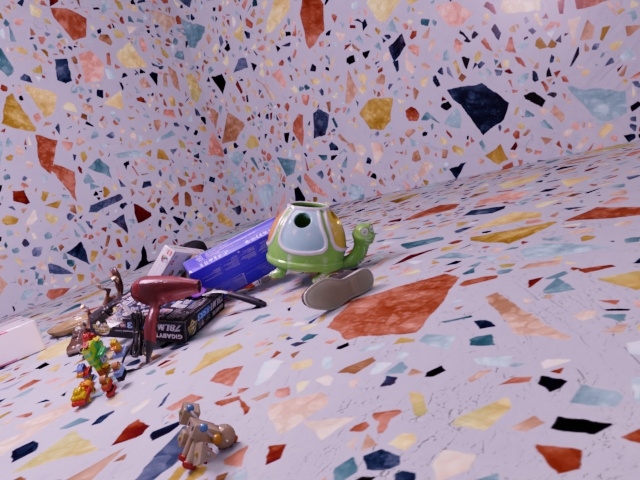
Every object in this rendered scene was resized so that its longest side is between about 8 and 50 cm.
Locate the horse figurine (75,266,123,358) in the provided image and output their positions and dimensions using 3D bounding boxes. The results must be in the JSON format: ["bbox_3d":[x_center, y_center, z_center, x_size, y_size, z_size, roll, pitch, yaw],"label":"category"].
[{"bbox_3d":[-0.662,0.213,1.643,0.066,0.175,0.263,15,54,10],"label":"horse figurine"}]

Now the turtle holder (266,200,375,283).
[{"bbox_3d":[-0.015,0.002,1.704,0.320,0.228,0.243,11,14,31],"label":"turtle holder"}]

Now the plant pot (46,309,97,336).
[{"bbox_3d":[-0.960,0.330,2.148,0.236,0.033,0.236,-17,9,3],"label":"plant pot"}]

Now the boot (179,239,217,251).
[{"bbox_3d":[-0.493,0.059,2.540,0.444,0.146,0.367,-17,18,26],"label":"boot"}]

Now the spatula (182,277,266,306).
[{"bbox_3d":[-0.301,0.161,1.620,0.296,0.031,0.084,9,15,12],"label":"spatula"}]

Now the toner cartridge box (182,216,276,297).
[{"bbox_3d":[-0.272,0.073,1.830,0.347,0.165,0.075,-28,43,-17],"label":"toner cartridge box"}]

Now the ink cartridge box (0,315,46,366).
[{"bbox_3d":[-1.155,0.373,1.967,0.207,0.117,0.283,-24,12,-37],"label":"ink cartridge box"}]

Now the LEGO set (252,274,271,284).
[{"bbox_3d":[-0.160,0.082,2.001,0.093,0.087,0.227,-10,12,34],"label":"LEGO set"}]

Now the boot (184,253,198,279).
[{"bbox_3d":[-0.408,0.159,1.961,0.165,0.213,0.077,22,40,3],"label":"boot"}]

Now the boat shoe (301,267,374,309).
[{"bbox_3d":[0.037,0.128,1.395,0.227,0.081,0.068,-15,3,-37],"label":"boat shoe"}]

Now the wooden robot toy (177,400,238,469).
[{"bbox_3d":[-0.168,0.302,0.818,0.078,0.076,0.173,18,-6,-24],"label":"wooden robot toy"}]

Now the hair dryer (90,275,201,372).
[{"bbox_3d":[-0.443,0.196,1.443,0.293,0.223,0.080,-40,-22,-11],"label":"hair dryer"}]

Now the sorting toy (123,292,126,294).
[{"bbox_3d":[-0.723,0.228,2.087,0.196,0.047,0.347,-40,-7,36],"label":"sorting toy"}]

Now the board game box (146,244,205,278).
[{"bbox_3d":[-0.520,0.118,1.953,0.193,0.053,0.305,-59,-12,2],"label":"board game box"}]

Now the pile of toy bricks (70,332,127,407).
[{"bbox_3d":[-0.527,0.278,1.265,0.117,0.105,0.212,-18,27,3],"label":"pile of toy bricks"}]

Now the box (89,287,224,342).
[{"bbox_3d":[-0.476,0.209,1.615,0.293,0.074,0.295,1,13,11],"label":"box"}]

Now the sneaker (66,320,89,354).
[{"bbox_3d":[-0.802,0.320,1.781,0.066,0.071,0.188,-18,8,-7],"label":"sneaker"}]
